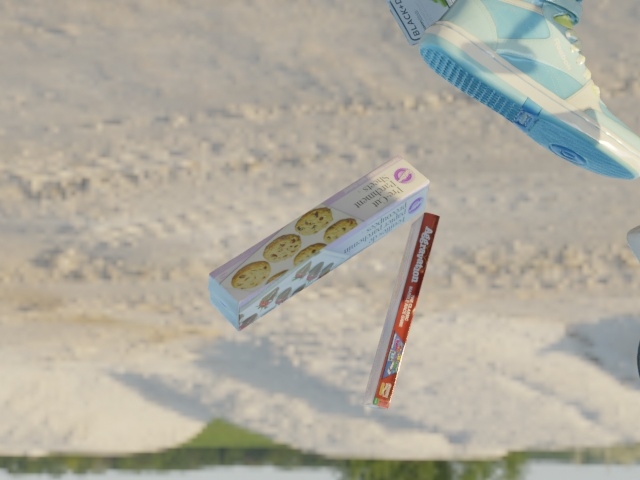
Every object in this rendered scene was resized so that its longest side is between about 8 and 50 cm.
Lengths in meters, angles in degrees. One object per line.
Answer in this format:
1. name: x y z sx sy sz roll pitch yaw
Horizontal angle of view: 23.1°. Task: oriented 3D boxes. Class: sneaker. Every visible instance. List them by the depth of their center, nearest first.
1. sneaker: 0.302 -0.230 1.916 0.319 0.208 0.127 34 169 -5

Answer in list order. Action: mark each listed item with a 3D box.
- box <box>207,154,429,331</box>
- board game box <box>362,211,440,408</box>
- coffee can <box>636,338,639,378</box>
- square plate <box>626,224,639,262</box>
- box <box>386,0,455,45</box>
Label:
1. box: 0.000 0.000 2.008 0.324 0.067 0.063 -32 149 -25
2. board game box: 0.115 0.104 2.256 0.027 0.281 0.145 16 173 -4
3. coffee can: 0.484 0.073 1.795 0.201 0.202 0.275 -3 -152 22
4. square plate: 0.527 0.057 1.503 0.344 0.347 0.049 -21 149 -11
5. box: 0.156 -0.429 2.230 0.087 0.290 0.169 -16 121 28
